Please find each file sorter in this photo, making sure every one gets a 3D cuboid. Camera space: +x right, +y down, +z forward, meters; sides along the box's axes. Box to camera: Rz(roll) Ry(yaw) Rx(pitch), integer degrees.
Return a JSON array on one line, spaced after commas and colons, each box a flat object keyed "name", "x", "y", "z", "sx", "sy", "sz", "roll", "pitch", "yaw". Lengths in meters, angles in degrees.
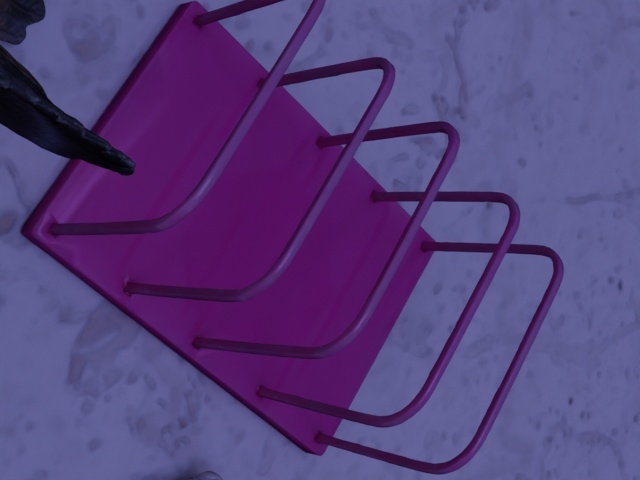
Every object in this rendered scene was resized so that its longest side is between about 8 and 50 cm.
[{"name": "file sorter", "x": 0.000, "y": 0.000, "z": 0.750, "sx": 0.290, "sy": 0.182, "sz": 0.202, "roll": 43, "pitch": 66, "yaw": -30}]

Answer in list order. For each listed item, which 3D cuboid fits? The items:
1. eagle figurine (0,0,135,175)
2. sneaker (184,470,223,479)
[{"name": "eagle figurine", "x": -0.253, "y": -0.131, "z": 0.545, "sx": 0.298, "sy": 0.225, "sz": 0.227, "roll": -7, "pitch": 95, "yaw": -19}, {"name": "sneaker", "x": -0.066, "y": 0.250, "z": 0.780, "sx": 0.083, "sy": 0.071, "sz": 0.191, "roll": -26, "pitch": 107, "yaw": -40}]
